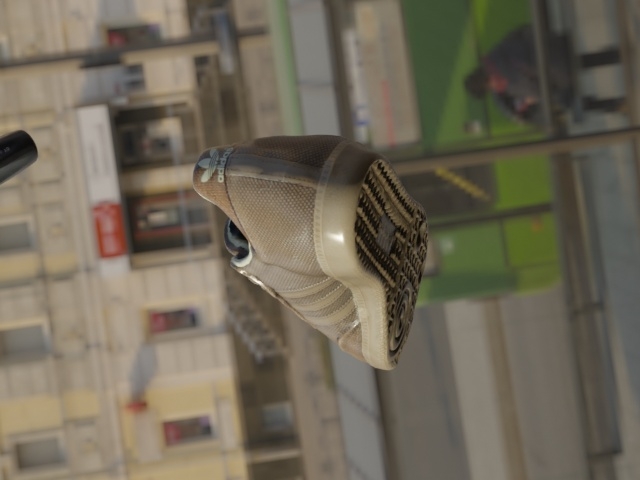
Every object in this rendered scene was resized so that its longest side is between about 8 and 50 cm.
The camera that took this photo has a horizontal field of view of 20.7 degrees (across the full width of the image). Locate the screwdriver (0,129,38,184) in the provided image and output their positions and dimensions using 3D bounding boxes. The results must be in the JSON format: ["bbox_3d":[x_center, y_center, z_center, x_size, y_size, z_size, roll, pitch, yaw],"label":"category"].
[{"bbox_3d":[-0.206,-0.007,0.844,0.024,0.170,0.025,2,124,55],"label":"screwdriver"}]

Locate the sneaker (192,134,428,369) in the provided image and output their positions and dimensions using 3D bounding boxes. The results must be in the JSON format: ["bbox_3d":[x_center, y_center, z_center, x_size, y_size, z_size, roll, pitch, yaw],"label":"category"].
[{"bbox_3d":[0.000,0.000,0.730,0.188,0.071,0.066,68,-142,-66],"label":"sneaker"}]
